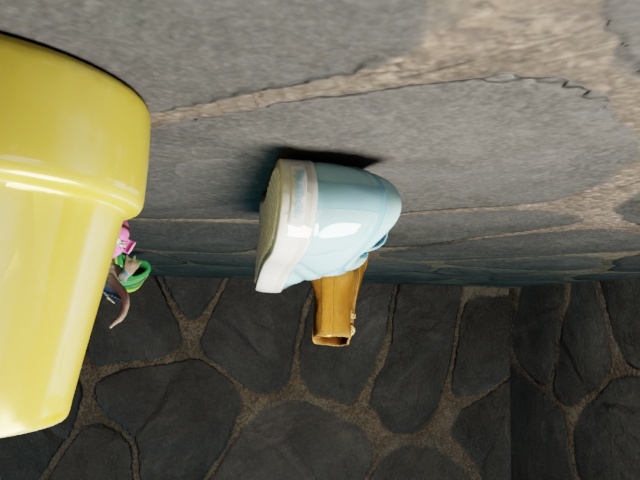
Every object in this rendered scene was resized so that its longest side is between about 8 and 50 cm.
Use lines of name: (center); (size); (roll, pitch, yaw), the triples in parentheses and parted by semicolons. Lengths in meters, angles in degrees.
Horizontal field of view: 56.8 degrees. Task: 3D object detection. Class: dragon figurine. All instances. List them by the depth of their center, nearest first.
dragon figurine: (-0.380, 0.056, 0.995); (0.085, 0.289, 0.144); (6, 134, -49)

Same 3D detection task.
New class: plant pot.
plant pot: (-0.257, 0.008, 0.422); (0.254, 0.238, 0.254); (1, 173, 0)

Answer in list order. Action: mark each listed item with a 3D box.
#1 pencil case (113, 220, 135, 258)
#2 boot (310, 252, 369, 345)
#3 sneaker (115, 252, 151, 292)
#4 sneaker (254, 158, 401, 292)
pencil case: (-0.349, -0.022, 0.805); (0.098, 0.095, 0.209); (36, -173, 19)
boot: (0.030, 0.081, 1.058); (0.104, 0.211, 0.295); (1, 173, 12)
sneaker: (-0.568, 0.053, 1.515); (0.124, 0.109, 0.296); (-36, 149, 27)
sneaker: (0.000, 0.000, 0.723); (0.150, 0.135, 0.366); (6, 173, -9)
